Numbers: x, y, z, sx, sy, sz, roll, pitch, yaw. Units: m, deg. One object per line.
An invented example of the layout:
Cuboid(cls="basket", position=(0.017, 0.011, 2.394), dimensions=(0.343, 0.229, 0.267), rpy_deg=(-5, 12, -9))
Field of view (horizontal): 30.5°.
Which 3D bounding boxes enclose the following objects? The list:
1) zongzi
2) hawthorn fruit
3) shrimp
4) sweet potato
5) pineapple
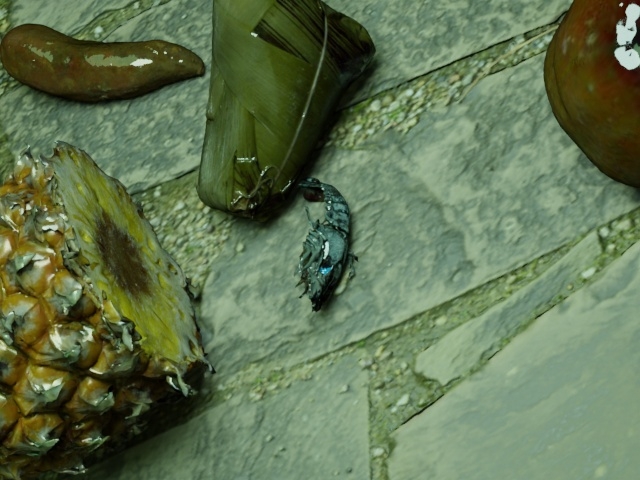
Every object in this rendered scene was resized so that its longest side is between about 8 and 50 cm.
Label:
Cuboid(cls="zongzi", position=(-0.098, -0.190, 1.334), dimensions=(0.145, 0.300, 0.274), rpy_deg=(20, 78, 40))
Cuboid(cls="hawthorn fruit", position=(0.365, -0.197, 1.170), dimensions=(0.267, 0.301, 0.268), rpy_deg=(-1, 77, 3))
Cuboid(cls="shrimp", position=(0.004, -0.002, 1.345), dimensions=(0.076, 0.082, 0.174), rpy_deg=(-11, 58, 20))
Cuboid(cls="sweet potato", position=(-0.297, -0.228, 1.547), dimensions=(0.291, 0.097, 0.097), rpy_deg=(9, 72, 15))
Cuboid(cls="pineapple", position=(-0.310, 0.090, 1.271), dimensions=(0.300, 0.352, 0.352), rpy_deg=(-35, 61, 4))
